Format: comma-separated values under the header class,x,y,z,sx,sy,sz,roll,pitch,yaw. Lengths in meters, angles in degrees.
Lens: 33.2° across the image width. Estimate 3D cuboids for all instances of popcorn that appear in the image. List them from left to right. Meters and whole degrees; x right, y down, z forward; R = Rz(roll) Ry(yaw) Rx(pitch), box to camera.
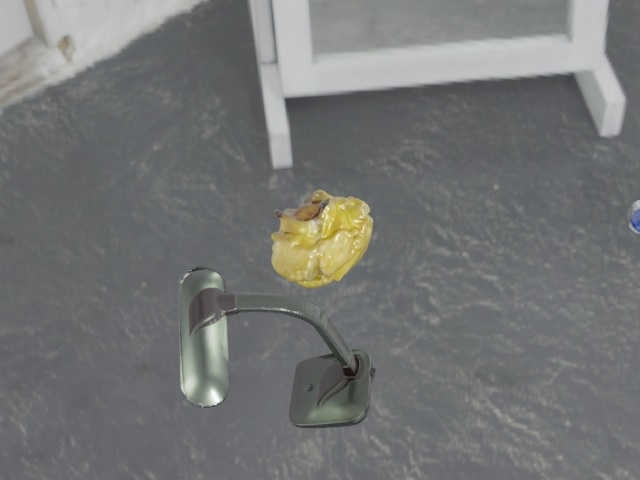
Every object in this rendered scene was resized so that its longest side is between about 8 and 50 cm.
class,x,y,z,sx,sy,sz,roll,pitch,yaw
popcorn,0.000,0.000,1.601,0.167,0.152,0.148,-44,29,-19

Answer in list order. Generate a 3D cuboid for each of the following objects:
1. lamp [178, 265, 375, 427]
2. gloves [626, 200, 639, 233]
class,x,y,z,sx,sy,sz,roll,pitch,yaw
lamp,-0.050,0.166,1.347,0.124,0.283,0.203,-22,43,31
gloves,0.385,-0.012,0.944,0.229,0.119,0.097,4,9,5
